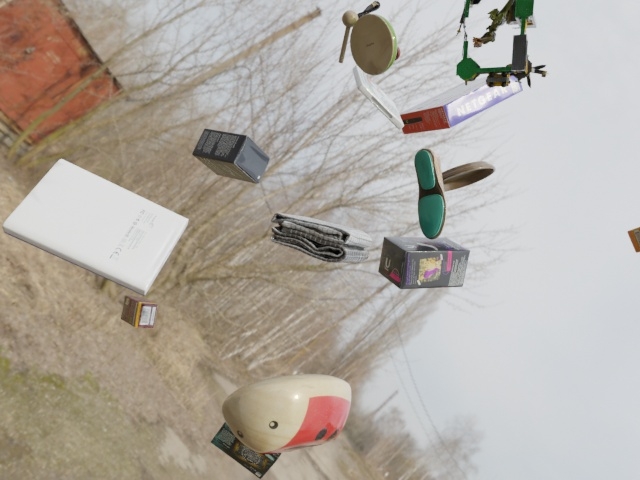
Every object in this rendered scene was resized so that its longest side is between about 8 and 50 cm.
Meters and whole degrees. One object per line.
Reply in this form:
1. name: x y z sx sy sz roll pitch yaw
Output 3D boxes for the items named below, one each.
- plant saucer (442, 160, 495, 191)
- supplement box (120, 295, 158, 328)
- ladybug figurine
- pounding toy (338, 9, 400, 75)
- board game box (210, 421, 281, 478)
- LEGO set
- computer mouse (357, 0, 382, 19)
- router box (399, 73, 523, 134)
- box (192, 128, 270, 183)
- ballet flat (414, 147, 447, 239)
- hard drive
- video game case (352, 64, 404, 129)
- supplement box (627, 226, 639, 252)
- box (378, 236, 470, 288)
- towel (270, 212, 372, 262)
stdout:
1. plant saucer: 0.566 -0.258 2.120 0.278 0.277 0.041 116 -41 -76
2. supplement box: -0.751 0.294 2.165 0.080 0.104 0.188 11 -3 -38
3. ladybug figurine: -0.069 0.465 1.388 0.449 0.305 0.162 26 44 -55
4. pounding toy: 0.177 -0.639 1.680 0.236 0.110 0.183 32 -46 37
5. board game box: -0.218 0.603 1.526 0.186 0.126 0.026 36 30 2
6. LEGO set: 0.528 -0.610 1.547 0.254 0.192 0.332 -3 -82 26
7. computer mouse: 0.223 -0.835 2.041 0.193 0.106 0.042 41 15 -41
8. router box: 0.494 -0.495 1.891 0.082 0.335 0.301 66 -16 -16
9. box: -0.304 -0.288 1.788 0.207 0.108 0.153 15 -14 30
10. ballet flat: 0.396 -0.163 1.820 0.107 0.106 0.316 -2 -88 35
11. hard drive: -0.488 -0.033 1.168 0.318 0.210 0.040 26 -36 -6
12. video game case: 0.136 -0.343 1.246 0.143 0.019 0.157 38 24 -23
13. supplement box: 0.995 -0.026 1.510 0.233 0.077 0.080 93 -19 -81
14. box: 0.365 0.076 1.856 0.165 0.270 0.144 -140 -125 -61
15. towel: 0.000 0.000 1.682 0.283 0.122 0.235 15 4 24
